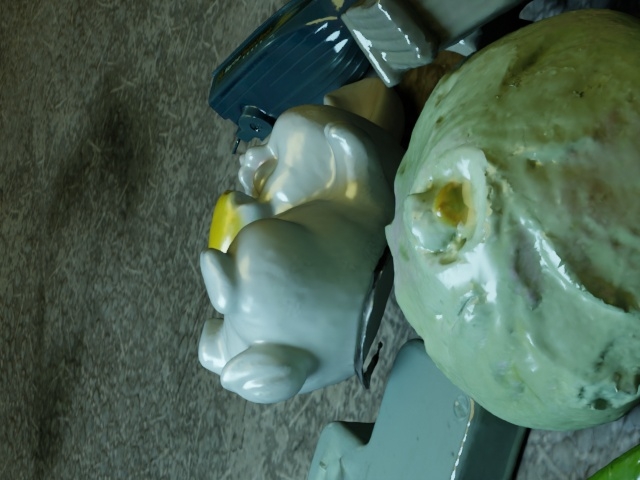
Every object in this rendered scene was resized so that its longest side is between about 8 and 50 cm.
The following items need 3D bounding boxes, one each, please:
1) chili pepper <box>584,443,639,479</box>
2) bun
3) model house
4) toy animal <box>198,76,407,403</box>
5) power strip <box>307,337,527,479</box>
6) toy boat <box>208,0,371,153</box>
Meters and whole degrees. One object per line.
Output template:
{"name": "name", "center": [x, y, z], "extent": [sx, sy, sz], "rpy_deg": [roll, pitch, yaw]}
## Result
{"name": "chili pepper", "center": [0.148, 0.198, 1.255], "extent": [0.359, 0.076, 0.085], "rpy_deg": [-38, 59, 45]}
{"name": "bun", "center": [0.126, -0.019, 1.258], "extent": [0.283, 0.179, 0.283], "rpy_deg": [-171, 90, -67]}
{"name": "model house", "center": [0.106, -0.192, 1.343], "extent": [0.122, 0.229, 0.188], "rpy_deg": [51, 125, 5]}
{"name": "toy animal", "center": [0.000, -0.004, 1.509], "extent": [0.325, 0.154, 0.208], "rpy_deg": [-49, -25, -68]}
{"name": "power strip", "center": [0.057, 0.197, 1.462], "extent": [0.193, 0.059, 0.265], "rpy_deg": [35, 113, 57]}
{"name": "toy boat", "center": [-0.009, -0.159, 1.677], "extent": [0.246, 0.093, 0.103], "rpy_deg": [-35, 30, 56]}
